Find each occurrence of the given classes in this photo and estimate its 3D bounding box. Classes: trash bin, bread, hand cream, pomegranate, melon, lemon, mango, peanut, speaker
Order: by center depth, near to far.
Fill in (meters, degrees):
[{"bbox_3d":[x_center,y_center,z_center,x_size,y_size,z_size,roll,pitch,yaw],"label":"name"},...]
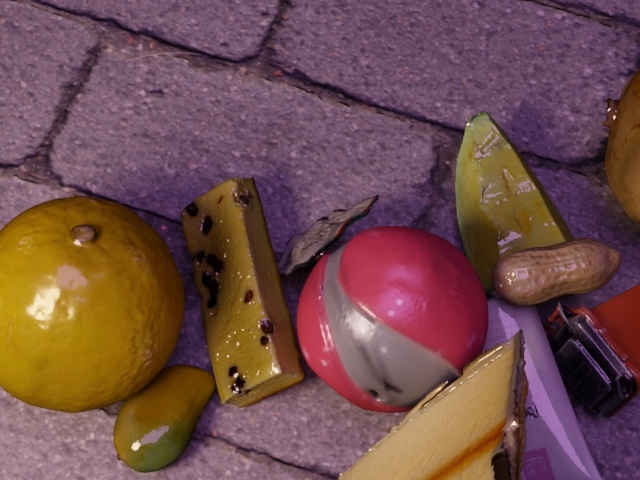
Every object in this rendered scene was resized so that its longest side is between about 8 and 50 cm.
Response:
[{"bbox_3d":[0.118,0.356,1.611,0.405,0.242,0.345,-11,39,11],"label":"bread"},{"bbox_3d":[-0.368,0.093,1.744,0.348,0.348,0.347,1,66,-2],"label":"lemon"},{"bbox_3d":[0.116,0.118,1.770,0.294,0.294,0.294,1,66,-2],"label":"speaker"},{"bbox_3d":[0.370,0.050,1.808,0.214,0.098,0.090,-11,55,-7],"label":"peanut"},{"bbox_3d":[-0.251,0.274,1.811,0.122,0.085,0.191,17,57,16],"label":"mango"},{"bbox_3d":[0.319,0.258,1.824,0.186,0.118,0.358,-18,68,14],"label":"hand cream"},{"bbox_3d":[0.493,0.146,1.864,0.239,0.161,0.184,-31,71,-23],"label":"trash bin"},{"bbox_3d":[-0.134,0.077,1.869,0.138,0.077,0.361,-29,64,29],"label":"bread"},{"bbox_3d":[0.619,-0.163,1.904,0.333,0.332,0.332,1,66,-2],"label":"pomegranate"},{"bbox_3d":[0.323,-0.060,1.958,0.196,0.124,0.323,-12,63,-10],"label":"melon"}]

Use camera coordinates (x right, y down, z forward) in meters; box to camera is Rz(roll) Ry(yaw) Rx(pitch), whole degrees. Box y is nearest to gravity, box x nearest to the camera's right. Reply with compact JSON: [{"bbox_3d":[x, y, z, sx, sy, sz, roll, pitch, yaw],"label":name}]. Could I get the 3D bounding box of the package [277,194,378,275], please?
[{"bbox_3d":[0.000,0.000,1.875,0.166,0.232,0.040,-45,101,-25],"label":"package"}]
